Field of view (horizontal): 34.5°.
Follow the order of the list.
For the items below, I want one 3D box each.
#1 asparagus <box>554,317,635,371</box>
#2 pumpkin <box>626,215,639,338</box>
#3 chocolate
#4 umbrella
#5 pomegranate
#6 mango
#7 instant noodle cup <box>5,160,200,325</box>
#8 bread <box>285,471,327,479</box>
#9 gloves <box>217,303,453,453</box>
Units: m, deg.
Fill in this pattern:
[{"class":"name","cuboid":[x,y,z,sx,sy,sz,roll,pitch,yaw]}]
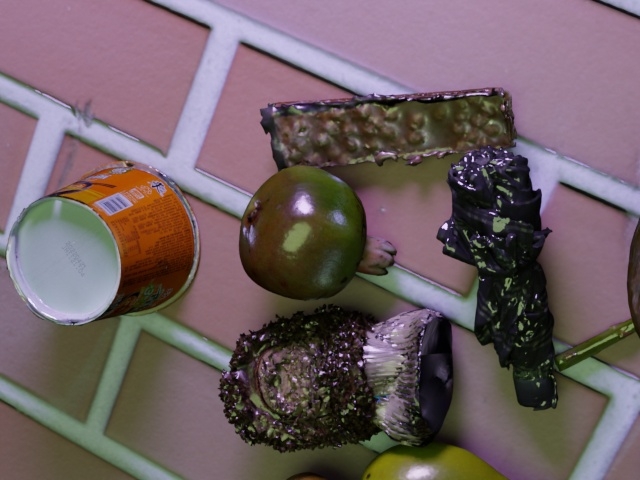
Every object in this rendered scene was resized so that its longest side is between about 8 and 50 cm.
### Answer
[{"class":"asparagus","cuboid":[0.399,0.096,1.281,0.248,0.025,0.024,-34,45,21]},{"class":"pumpkin","cuboid":[0.522,0.074,1.010,0.454,0.454,0.344,19,118,14]},{"class":"chocolate","cuboid":[0.086,-0.149,1.324,0.329,0.065,0.102,-2,117,20]},{"class":"umbrella","cuboid":[0.224,0.050,1.288,0.128,0.154,0.336,-17,116,-10]},{"class":"pomegranate","cuboid":[0.000,0.000,1.333,0.210,0.180,0.180,15,108,-25]},{"class":"mango","cuboid":[0.190,0.361,1.337,0.293,0.143,0.175,17,109,7]},{"class":"instant noodle cup","cuboid":[-0.305,0.014,1.415,0.230,0.182,0.230,3,101,17]},{"class":"bread","cuboid":[0.002,0.419,1.380,0.213,0.105,0.213,45,147,40]},{"class":"gloves","cuboid":[0.018,0.188,1.362,0.312,0.135,0.210,2,99,18]}]
